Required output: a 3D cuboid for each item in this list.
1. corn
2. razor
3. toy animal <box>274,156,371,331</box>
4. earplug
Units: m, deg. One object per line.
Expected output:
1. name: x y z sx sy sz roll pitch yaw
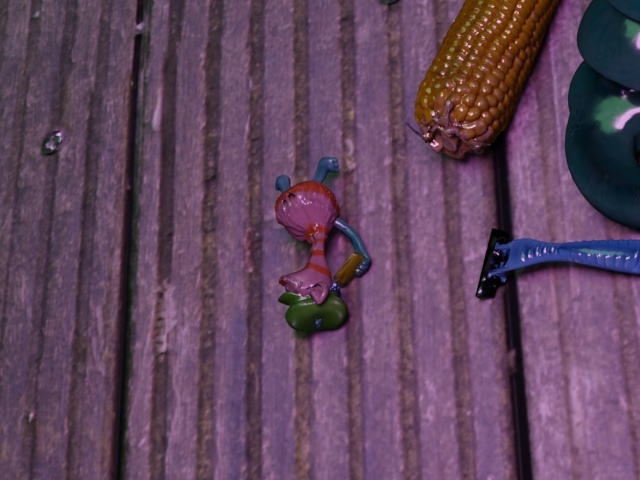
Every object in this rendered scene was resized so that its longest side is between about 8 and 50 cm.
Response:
1. corn: 0.192 -0.229 2.045 0.106 0.106 0.305 7 64 39
2. razor: 0.268 0.017 1.870 0.253 0.042 0.082 0 61 35
3. toy animal: 0.000 0.000 2.057 0.103 0.100 0.208 0 50 -9
4. earplug: 0.328 -0.174 1.866 0.164 0.280 0.257 13 30 12
